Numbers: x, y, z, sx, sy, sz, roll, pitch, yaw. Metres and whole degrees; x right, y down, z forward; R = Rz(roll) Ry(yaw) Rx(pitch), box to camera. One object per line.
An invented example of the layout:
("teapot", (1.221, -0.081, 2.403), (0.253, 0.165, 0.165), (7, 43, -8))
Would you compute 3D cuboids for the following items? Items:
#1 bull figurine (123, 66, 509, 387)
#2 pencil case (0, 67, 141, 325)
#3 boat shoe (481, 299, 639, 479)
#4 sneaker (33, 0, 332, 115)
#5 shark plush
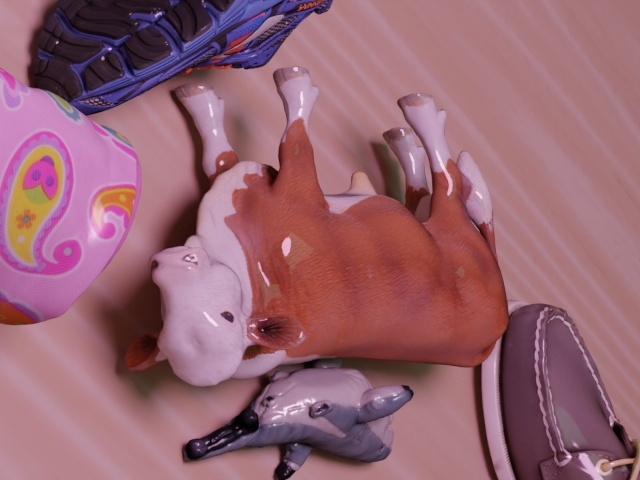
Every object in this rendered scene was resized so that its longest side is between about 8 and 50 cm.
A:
("bull figurine", (0.000, 0.000, 0.947), (0.310, 0.101, 0.188), (10, 71, -47))
("pencil case", (-0.215, -0.070, 0.716), (0.284, 0.124, 0.124), (37, 56, -35))
("boat shoe", (0.200, 0.194, 1.126), (0.117, 0.097, 0.324), (-17, 94, -48))
("sneaker", (-0.062, -0.125, 0.903), (0.221, 0.083, 0.087), (-31, 145, -23))
("shark plush", (-0.008, 0.117, 0.952), (0.161, 0.073, 0.067), (-15, 123, -53))
